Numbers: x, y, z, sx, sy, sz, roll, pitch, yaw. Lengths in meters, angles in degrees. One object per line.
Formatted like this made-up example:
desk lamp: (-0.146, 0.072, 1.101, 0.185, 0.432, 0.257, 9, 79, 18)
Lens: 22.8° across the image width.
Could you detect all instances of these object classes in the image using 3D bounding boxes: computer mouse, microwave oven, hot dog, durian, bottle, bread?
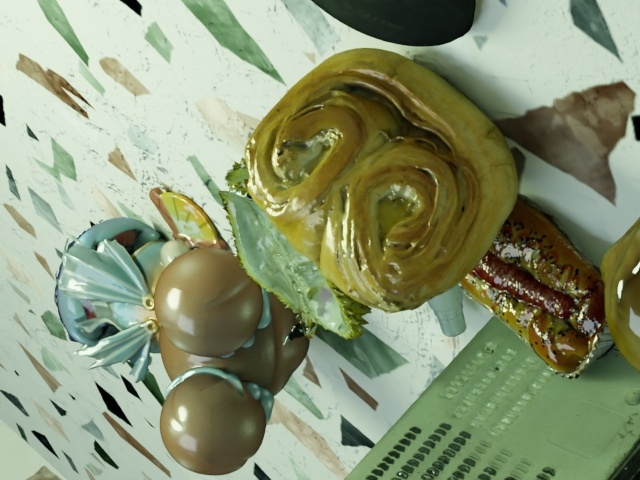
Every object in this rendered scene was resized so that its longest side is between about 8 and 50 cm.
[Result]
computer mouse: (0.009, -0.252, 1.293, 0.269, 0.086, 0.137, 47, 156, 6)
microwave oven: (0.239, 0.303, 1.463, 0.247, 0.333, 0.394, 17, 142, 42)
hot dog: (0.188, 0.035, 1.402, 0.191, 0.059, 0.108, 43, 115, 36)
durian: (0.000, 0.000, 1.628, 0.193, 0.138, 0.237, 32, 149, 26)
bottle: (0.110, 0.014, 1.559, 0.060, 0.060, 0.217, 26, 148, 41)
bread: (0.056, -0.055, 1.379, 0.236, 0.198, 0.120, 43, 180, 23)

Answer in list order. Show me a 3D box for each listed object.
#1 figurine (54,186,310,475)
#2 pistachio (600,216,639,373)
figurine: (-0.175, 0.096, 1.976, 0.388, 0.248, 0.276, 19, 119, 44)
pistachio: (0.328, 0.061, 1.151, 0.260, 0.163, 0.212, 30, 168, 10)
